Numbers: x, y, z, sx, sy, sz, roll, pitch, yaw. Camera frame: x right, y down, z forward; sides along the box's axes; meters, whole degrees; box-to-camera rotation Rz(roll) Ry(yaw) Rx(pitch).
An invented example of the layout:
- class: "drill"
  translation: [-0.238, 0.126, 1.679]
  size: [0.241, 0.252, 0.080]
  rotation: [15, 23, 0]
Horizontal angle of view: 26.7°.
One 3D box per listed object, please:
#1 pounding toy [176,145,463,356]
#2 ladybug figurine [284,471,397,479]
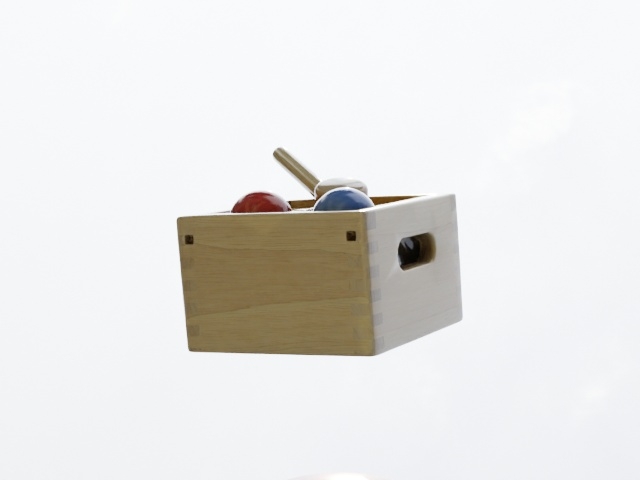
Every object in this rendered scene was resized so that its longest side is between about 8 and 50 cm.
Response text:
- class: "pounding toy"
  translation: [0.000, 0.000, 0.726]
  size: [0.130, 0.141, 0.100]
  rotation: [-1, -84, 29]
- class: "ladybug figurine"
  translation: [-0.017, 0.320, 0.873]
  size: [0.305, 0.162, 0.449]
  rotation: [-45, -154, 26]
